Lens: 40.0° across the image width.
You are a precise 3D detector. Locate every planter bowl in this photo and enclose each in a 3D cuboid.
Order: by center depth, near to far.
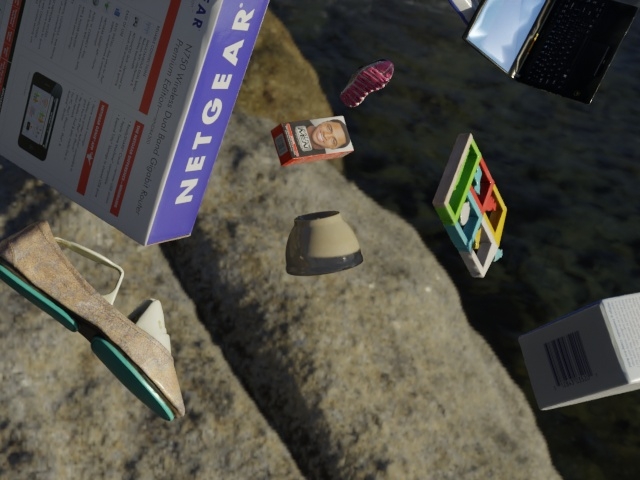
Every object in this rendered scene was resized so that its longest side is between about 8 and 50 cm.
[{"bbox_3d":[0.000,0.000,1.798,0.162,0.109,0.162,-9,11,2],"label":"planter bowl"}]

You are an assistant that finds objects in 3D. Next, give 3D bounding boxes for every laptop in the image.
[{"bbox_3d":[0.466,-0.439,1.781,0.264,0.234,0.136,25,-6,27],"label":"laptop"}]

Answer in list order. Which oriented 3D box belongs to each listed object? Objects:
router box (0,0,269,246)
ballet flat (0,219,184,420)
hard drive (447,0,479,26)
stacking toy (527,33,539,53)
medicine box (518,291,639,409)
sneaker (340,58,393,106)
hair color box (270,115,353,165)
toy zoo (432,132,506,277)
[{"bbox_3d":[-0.228,-0.209,0.947,0.301,0.335,0.082,31,22,21],"label":"router box"},{"bbox_3d":[-0.267,0.092,1.114,0.316,0.107,0.106,44,65,-9],"label":"ballet flat"},{"bbox_3d":[0.220,-0.604,1.803,0.318,0.040,0.210,43,30,-31],"label":"hard drive"},{"bbox_3d":[0.595,-0.528,2.150,0.167,0.221,0.052,19,-9,-22],"label":"stacking toy"},{"bbox_3d":[0.560,0.190,1.592,0.289,0.263,0.149,-8,73,-24],"label":"medicine box"},{"bbox_3d":[0.110,-0.372,1.995,0.063,0.170,0.075,35,54,-16],"label":"sneaker"},{"bbox_3d":[-0.014,-0.182,1.599,0.141,0.043,0.072,-13,82,-37],"label":"hair color box"},{"bbox_3d":[0.328,-0.057,1.866,0.030,0.293,0.192,2,53,35],"label":"toy zoo"}]
